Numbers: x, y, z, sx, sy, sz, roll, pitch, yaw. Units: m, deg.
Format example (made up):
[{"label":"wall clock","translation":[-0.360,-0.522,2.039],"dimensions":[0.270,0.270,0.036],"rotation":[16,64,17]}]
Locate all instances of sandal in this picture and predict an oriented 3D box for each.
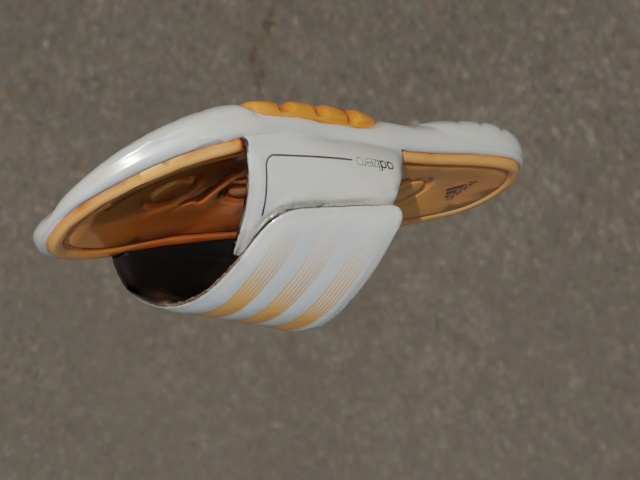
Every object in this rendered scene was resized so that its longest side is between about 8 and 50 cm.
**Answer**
[{"label":"sandal","translation":[0.007,-0.005,0.673],"dimensions":[0.265,0.076,0.102],"rotation":[-5,155,-41]}]
